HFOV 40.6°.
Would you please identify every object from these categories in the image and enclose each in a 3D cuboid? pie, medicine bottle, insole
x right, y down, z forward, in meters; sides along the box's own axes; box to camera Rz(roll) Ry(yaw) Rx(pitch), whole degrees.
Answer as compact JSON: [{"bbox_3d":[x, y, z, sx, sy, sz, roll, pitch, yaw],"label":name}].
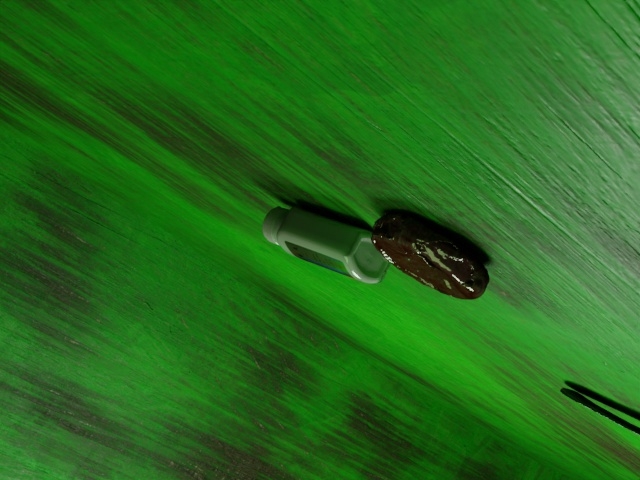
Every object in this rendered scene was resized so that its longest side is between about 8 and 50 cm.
[{"bbox_3d":[0.152,0.022,1.199,0.182,0.049,0.182,32,167,8],"label":"pie"},{"bbox_3d":[0.000,0.000,1.406,0.219,0.078,0.115,20,168,40],"label":"medicine bottle"},{"bbox_3d":[0.617,0.366,1.636,0.348,0.009,0.119,27,-174,20],"label":"insole"}]
